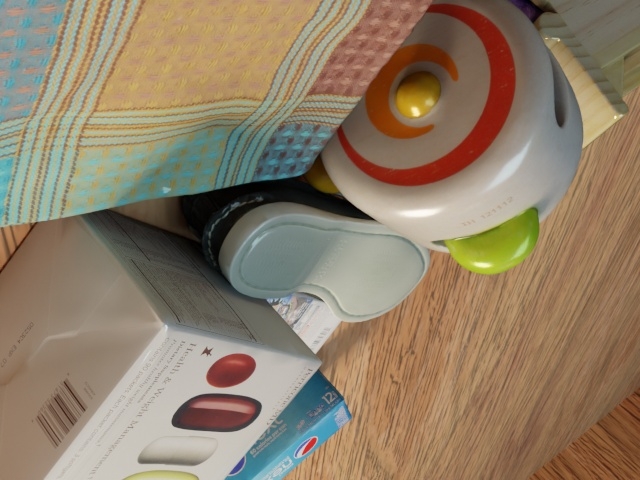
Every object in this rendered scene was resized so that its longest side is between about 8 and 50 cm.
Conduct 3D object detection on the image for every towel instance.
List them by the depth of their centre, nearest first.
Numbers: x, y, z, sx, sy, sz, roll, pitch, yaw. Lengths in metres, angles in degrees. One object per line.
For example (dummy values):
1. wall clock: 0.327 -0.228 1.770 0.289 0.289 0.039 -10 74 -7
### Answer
1. towel: -0.103 -0.087 0.469 0.370 0.040 0.271 -14 159 -35

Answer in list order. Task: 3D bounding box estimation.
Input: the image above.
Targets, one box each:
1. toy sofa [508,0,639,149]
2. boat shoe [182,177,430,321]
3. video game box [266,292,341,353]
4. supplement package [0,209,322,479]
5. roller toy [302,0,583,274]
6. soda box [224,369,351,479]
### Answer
1. toy sofa: 0.323 -0.232 0.866 0.362 0.177 0.150 -32 172 -23
2. boat shoe: 0.000 0.000 0.766 0.114 0.091 0.302 -51 148 9
3. video game box: -0.085 0.121 0.853 0.205 0.048 0.187 -53 151 11
4. supplement package: -0.147 0.104 0.652 0.194 0.149 0.203 -51 149 9
5. roller toy: 0.098 -0.095 0.678 0.146 0.209 0.191 26 93 -58
6. soda box: -0.067 0.240 0.994 0.210 0.071 0.067 -38 150 -13
